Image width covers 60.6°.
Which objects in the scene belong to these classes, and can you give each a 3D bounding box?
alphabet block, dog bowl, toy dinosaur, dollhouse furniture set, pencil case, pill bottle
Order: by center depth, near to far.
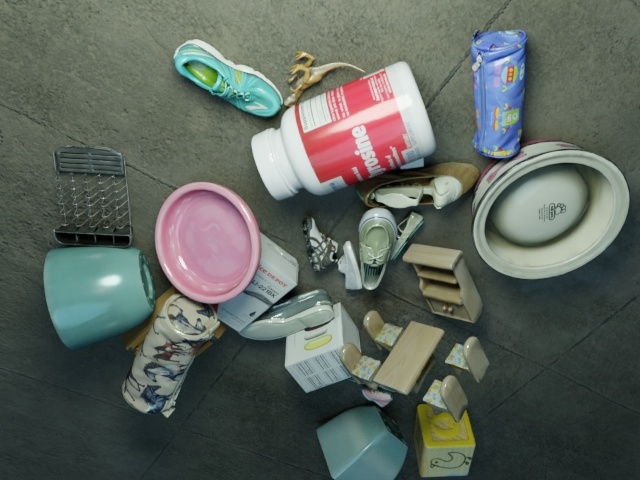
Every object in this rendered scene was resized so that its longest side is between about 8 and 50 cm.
[{"bbox_3d":[-0.013,-0.404,1.318,0.211,0.064,0.112,-26,141,27],"label":"toy dinosaur"},{"bbox_3d":[0.424,-0.348,1.319,0.133,0.119,0.306,-26,128,-19],"label":"pencil case"},{"bbox_3d":[0.052,-0.247,1.319,0.407,0.229,0.229,-20,124,13],"label":"pill bottle"},{"bbox_3d":[0.600,-0.094,1.492,0.407,0.150,0.408,-1,125,-1],"label":"dog bowl"},{"bbox_3d":[0.283,0.242,1.570,0.361,0.394,0.257,9,141,46],"label":"dollhouse furniture set"},{"bbox_3d":[-0.445,0.342,1.629,0.183,0.160,0.411,31,120,-3],"label":"pencil case"},{"bbox_3d":[0.464,0.756,2.080,0.192,0.194,0.197,-3,126,-1],"label":"alphabet block"}]

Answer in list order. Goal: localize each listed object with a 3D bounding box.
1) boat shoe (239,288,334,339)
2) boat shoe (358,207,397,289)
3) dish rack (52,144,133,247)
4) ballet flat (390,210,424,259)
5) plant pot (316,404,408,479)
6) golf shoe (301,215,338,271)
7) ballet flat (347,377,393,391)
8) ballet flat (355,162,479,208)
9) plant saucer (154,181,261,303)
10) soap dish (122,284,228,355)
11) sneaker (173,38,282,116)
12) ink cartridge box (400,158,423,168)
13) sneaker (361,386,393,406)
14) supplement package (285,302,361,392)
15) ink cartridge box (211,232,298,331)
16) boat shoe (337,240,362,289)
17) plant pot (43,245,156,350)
[{"bbox_3d":[-0.112,0.236,1.752,0.319,0.099,0.116,-17,141,12],"label":"boat shoe"},{"bbox_3d":[0.161,0.031,1.556,0.108,0.094,0.302,2,143,5],"label":"boat shoe"},{"bbox_3d":[-0.616,-0.119,1.476,0.208,0.074,0.272,2,117,-5],"label":"dish rack"},{"bbox_3d":[0.241,-0.017,1.608,0.052,0.057,0.168,37,117,7],"label":"ballet flat"},{"bbox_3d":[0.177,0.775,2.063,0.252,0.247,0.248,-42,118,6],"label":"plant pot"},{"bbox_3d":[0.000,0.000,1.601,0.093,0.077,0.198,-16,132,-3],"label":"golf shoe"},{"bbox_3d":[0.192,0.486,1.965,0.206,0.073,0.067,16,97,-16],"label":"ballet flat"},{"bbox_3d":[0.266,-0.134,1.470,0.341,0.124,0.116,-3,125,0],"label":"ballet flat"},{"bbox_3d":[-0.299,0.004,1.506,0.331,0.084,0.333,4,101,23],"label":"plant saucer"},{"bbox_3d":[-0.470,0.296,1.769,0.290,0.118,0.229,-40,118,23],"label":"soap dish"},{"bbox_3d":[-0.221,-0.366,1.299,0.275,0.110,0.107,24,122,-18],"label":"sneaker"},{"bbox_3d":[0.238,-0.248,1.446,0.062,0.029,0.115,-6,125,4],"label":"ink cartridge box"},{"bbox_3d":[0.215,0.564,2.022,0.070,0.051,0.134,-39,121,22],"label":"sneaker"},{"bbox_3d":[0.010,0.344,1.767,0.203,0.194,0.149,-23,124,14],"label":"supplement package"},{"bbox_3d":[-0.226,0.121,1.649,0.197,0.114,0.272,38,115,-25],"label":"ink cartridge box"},{"bbox_3d":[0.084,0.079,1.664,0.063,0.066,0.184,-11,135,5],"label":"boat shoe"},{"bbox_3d":[-0.608,0.142,1.563,0.234,0.293,0.293,-12,126,-8],"label":"plant pot"}]
